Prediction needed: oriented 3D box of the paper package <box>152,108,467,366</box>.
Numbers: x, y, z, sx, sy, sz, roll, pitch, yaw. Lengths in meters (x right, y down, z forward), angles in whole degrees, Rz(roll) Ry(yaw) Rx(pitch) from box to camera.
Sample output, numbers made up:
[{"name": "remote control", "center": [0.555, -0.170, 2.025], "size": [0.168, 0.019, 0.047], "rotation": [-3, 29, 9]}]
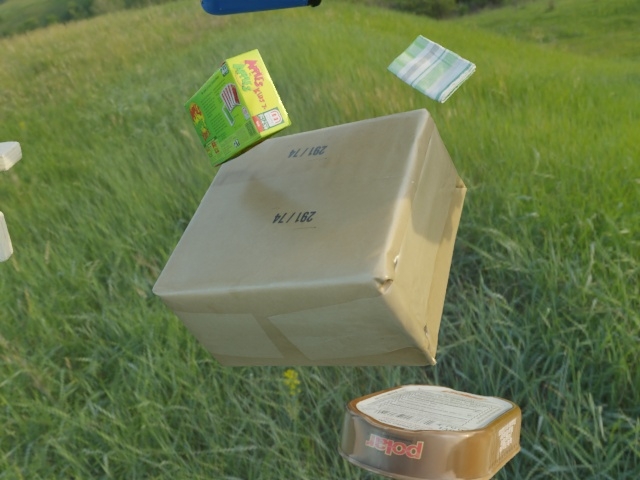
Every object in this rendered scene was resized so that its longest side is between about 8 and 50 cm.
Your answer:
[{"name": "paper package", "center": [0.000, 0.000, 0.841], "size": [0.325, 0.168, 0.309], "rotation": [-7, 43, 30]}]

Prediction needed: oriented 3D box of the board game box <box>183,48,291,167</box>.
[{"name": "board game box", "center": [-0.107, -0.154, 0.788], "size": [0.043, 0.092, 0.181], "rotation": [-28, 8, -26]}]

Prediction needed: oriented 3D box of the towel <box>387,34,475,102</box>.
[{"name": "towel", "center": [0.228, -0.358, 1.336], "size": [0.113, 0.023, 0.152], "rotation": [-45, 63, -10]}]

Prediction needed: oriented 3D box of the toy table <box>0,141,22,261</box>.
[{"name": "toy table", "center": [-0.540, -0.087, 0.893], "size": [0.161, 0.274, 0.252], "rotation": [-4, 37, -1]}]

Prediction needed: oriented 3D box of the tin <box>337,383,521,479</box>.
[{"name": "tin", "center": [0.086, 0.137, 0.475], "size": [0.106, 0.040, 0.190], "rotation": [9, -1, 28]}]

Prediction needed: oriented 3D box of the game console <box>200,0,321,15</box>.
[{"name": "game console", "center": [-0.045, -0.450, 0.819], "size": [0.250, 0.293, 0.173], "rotation": [-9, 75, -9]}]
